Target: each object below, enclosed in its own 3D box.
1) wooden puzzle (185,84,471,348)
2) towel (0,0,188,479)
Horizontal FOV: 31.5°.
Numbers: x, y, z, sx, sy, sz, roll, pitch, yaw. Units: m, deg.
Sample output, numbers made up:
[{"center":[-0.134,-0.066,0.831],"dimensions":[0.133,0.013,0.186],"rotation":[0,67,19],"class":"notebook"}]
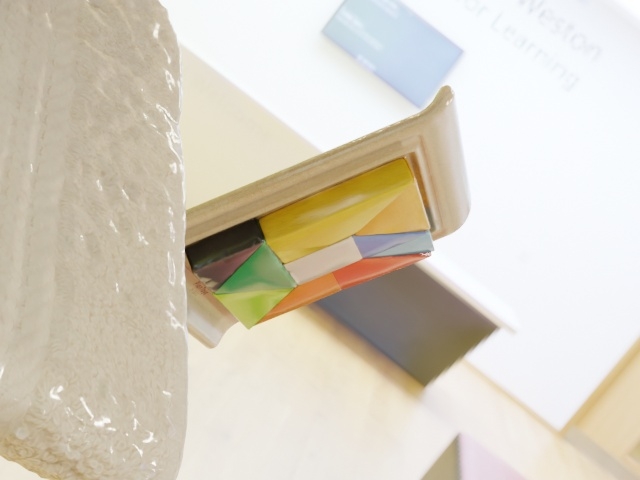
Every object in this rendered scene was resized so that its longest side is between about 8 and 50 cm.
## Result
[{"center":[0.000,0.000,0.795],"dimensions":[0.044,0.239,0.221],"rotation":[63,1,21],"class":"wooden puzzle"},{"center":[-0.133,-0.049,0.423],"dimensions":[0.187,0.049,0.282],"rotation":[32,34,-34],"class":"towel"}]
